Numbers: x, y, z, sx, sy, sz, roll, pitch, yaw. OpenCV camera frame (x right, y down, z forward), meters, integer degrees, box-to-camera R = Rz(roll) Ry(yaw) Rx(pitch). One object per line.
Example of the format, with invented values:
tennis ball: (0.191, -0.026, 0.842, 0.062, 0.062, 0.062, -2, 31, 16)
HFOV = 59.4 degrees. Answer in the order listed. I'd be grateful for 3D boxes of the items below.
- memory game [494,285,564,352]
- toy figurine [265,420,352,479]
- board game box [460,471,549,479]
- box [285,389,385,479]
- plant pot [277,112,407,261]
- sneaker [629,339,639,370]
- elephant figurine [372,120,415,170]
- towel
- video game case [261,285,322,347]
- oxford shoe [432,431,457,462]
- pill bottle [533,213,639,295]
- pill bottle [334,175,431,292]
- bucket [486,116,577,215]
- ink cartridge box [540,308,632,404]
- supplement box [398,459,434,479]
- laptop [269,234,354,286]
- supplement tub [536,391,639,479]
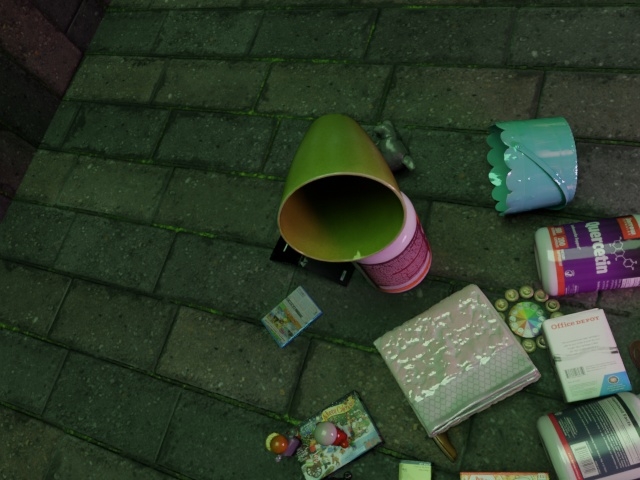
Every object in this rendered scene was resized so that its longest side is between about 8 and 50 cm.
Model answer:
memory game: (0.555, 0.209, 1.510, 0.186, 0.012, 0.186, -8, 66, 17)
toy figurine: (-0.025, 0.579, 1.439, 0.209, 0.148, 0.213, -14, 65, 14)
board game box: (0.436, 0.570, 1.323, 0.193, 0.147, 0.045, -8, 66, 17)
box: (0.038, 0.541, 1.543, 0.233, 0.044, 0.159, -33, 61, 4)
plant pot: (0.042, -0.149, 1.286, 0.274, 0.275, 0.293, -15, 47, 14)
sneaker: (0.810, 0.316, 1.334, 0.066, 0.071, 0.188, -28, 62, 8)
elephant figurine: (0.159, -0.257, 1.799, 0.239, 0.186, 0.169, -32, 103, 17)
towel: (0.348, 0.305, 1.482, 0.331, 0.053, 0.317, -30, 49, -1)
video game case: (-0.090, 0.236, 1.739, 0.166, 0.015, 0.119, -41, 61, 0)
oxford shoe: (0.303, 0.468, 1.461, 0.076, 0.076, 0.212, -29, 60, 0)
pill bottle: (0.721, 0.035, 1.426, 0.323, 0.181, 0.182, -9, 65, 17)
pill bottle: (0.165, -0.015, 1.534, 0.224, 0.392, 0.224, -8, 66, 17)
bucket: (0.572, -0.206, 1.539, 0.183, 0.281, 0.281, -6, 66, 9)
ink cartridge box: (0.651, 0.287, 1.391, 0.148, 0.086, 0.203, -15, 67, 13)
supplement box: (0.245, 0.606, 1.430, 0.083, 0.056, 0.083, -3, 67, 20)
laptop: (0.000, 0.000, 1.808, 0.264, 0.136, 0.234, 7, 68, 50)
supplement tub: (0.651, 0.456, 1.265, 0.272, 0.191, 0.191, -21, 62, 11)
